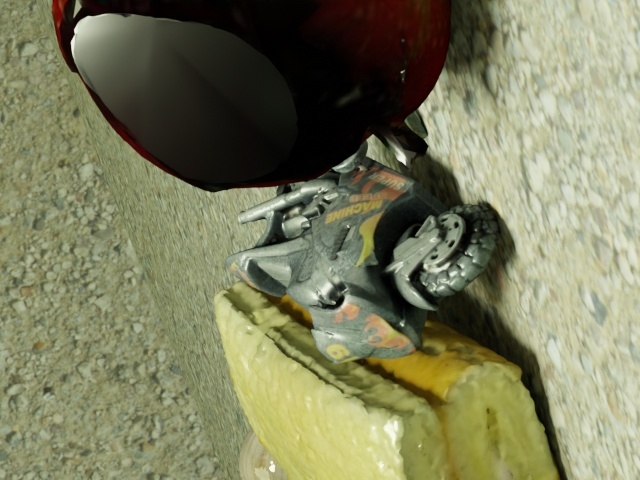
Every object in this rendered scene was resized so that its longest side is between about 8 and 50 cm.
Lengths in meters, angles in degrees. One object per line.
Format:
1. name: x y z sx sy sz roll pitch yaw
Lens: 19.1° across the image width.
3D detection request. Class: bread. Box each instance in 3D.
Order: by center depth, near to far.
1. bread: 0.051 0.167 1.696 0.375 0.165 0.236 31 145 57

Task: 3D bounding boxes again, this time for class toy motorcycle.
1. toy motorcycle: 0.028 0.011 1.594 0.108 0.173 0.307 38 174 -32

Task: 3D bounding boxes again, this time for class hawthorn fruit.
1. hawthorn fruit: -0.055 -0.177 1.382 0.316 0.316 0.316 159 90 -78

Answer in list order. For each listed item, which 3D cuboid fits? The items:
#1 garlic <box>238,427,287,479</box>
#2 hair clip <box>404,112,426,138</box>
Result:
1. garlic: 0.030 0.213 2.068 0.218 0.219 0.212 150 140 -78
2. hair clip: 0.038 -0.152 1.616 0.049 0.049 0.173 137 110 -77
